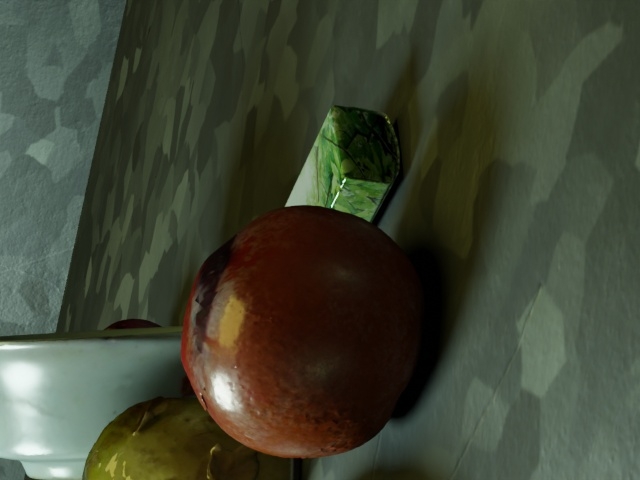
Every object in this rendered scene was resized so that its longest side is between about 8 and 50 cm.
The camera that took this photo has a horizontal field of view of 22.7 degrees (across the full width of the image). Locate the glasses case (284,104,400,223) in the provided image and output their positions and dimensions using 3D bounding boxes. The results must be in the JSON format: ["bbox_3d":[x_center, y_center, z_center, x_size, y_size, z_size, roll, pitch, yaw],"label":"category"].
[{"bbox_3d":[0.000,0.000,1.515,0.272,0.062,0.095,117,152,-45],"label":"glasses case"}]

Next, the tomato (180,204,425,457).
[{"bbox_3d":[-0.019,0.073,1.308,0.208,0.184,0.208,-171,90,-74],"label":"tomato"}]

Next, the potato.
[{"bbox_3d":[-0.153,0.299,1.614,0.246,0.196,0.300,-131,52,-72],"label":"potato"}]

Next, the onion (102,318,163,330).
[{"bbox_3d":[-0.261,0.190,2.139,0.177,0.153,0.177,9,-90,-89],"label":"onion"}]

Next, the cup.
[{"bbox_3d":[-0.255,0.184,1.819,0.347,0.347,0.163,171,97,-73],"label":"cup"}]
